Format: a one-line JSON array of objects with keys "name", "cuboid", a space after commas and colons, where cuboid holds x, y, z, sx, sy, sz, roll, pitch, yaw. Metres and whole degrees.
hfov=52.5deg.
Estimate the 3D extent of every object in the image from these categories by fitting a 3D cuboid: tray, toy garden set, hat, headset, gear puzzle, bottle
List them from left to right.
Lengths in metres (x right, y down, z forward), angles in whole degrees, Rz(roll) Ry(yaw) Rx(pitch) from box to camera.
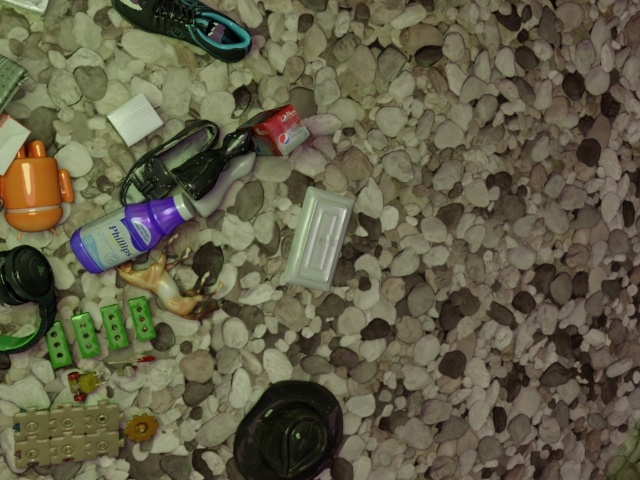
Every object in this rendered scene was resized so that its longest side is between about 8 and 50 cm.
[{"name": "headset", "cuboid": [-0.716, 0.081, 1.391, 0.244, 0.185, 0.393, 4, 112, 4]}, {"name": "gear puzzle", "cuboid": [-0.571, 0.462, 1.598, 0.339, 0.044, 0.175, -1, 111, -20]}, {"name": "toy garden set", "cuboid": [-0.529, 0.264, 1.593, 0.245, 0.049, 0.203, -15, 100, -19]}, {"name": "bottle", "cuboid": [-0.436, -0.025, 1.521, 0.283, 0.092, 0.118, -24, 118, 3]}, {"name": "hat", "cuboid": [-0.065, 0.552, 1.756, 0.332, 0.134, 0.331, -3, 98, -21]}, {"name": "tray", "cuboid": [0.000, 0.000, 1.761, 0.145, 0.030, 0.270, 15, 92, -22]}]

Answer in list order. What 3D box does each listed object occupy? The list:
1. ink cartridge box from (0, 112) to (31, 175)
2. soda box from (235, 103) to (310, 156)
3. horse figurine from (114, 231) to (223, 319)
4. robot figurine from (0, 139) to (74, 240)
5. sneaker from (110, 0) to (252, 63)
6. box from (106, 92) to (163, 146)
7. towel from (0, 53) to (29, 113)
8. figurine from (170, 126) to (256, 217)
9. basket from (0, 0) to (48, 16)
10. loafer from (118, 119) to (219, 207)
[{"name": "ink cartridge box", "cuboid": [-0.730, -0.224, 1.400, 0.115, 0.198, 0.067, -62, 146, -11]}, {"name": "soda box", "cuboid": [-0.118, -0.260, 1.557, 0.083, 0.263, 0.092, -37, 108, -13]}, {"name": "horse figurine", "cuboid": [-0.362, 0.110, 1.624, 0.174, 0.066, 0.263, -44, 107, -16]}, {"name": "robot figurine", "cuboid": [-0.651, -0.113, 1.454, 0.128, 0.158, 0.219, -2, 99, 13]}, {"name": "sneaker", "cuboid": [-0.315, -0.527, 1.516, 0.341, 0.140, 0.124, 17, 93, -20]}, {"name": "box", "cuboid": [-0.437, -0.283, 1.523, 0.102, 0.101, 0.087, -37, 108, -10]}, {"name": "towel", "cuboid": [-0.783, -0.267, 1.331, 0.312, 0.056, 0.324, 27, 82, 19]}, {"name": "figurine", "cuboid": [-0.239, -0.167, 1.572, 0.209, 0.215, 0.092, -41, 79, -12]}, {"name": "basket", "cuboid": [-0.636, -0.583, 1.409, 0.113, 0.103, 0.167, 15, 93, -22]}, {"name": "loafer", "cuboid": [-0.365, -0.187, 1.564, 0.302, 0.095, 0.109, -44, 106, -10]}]
